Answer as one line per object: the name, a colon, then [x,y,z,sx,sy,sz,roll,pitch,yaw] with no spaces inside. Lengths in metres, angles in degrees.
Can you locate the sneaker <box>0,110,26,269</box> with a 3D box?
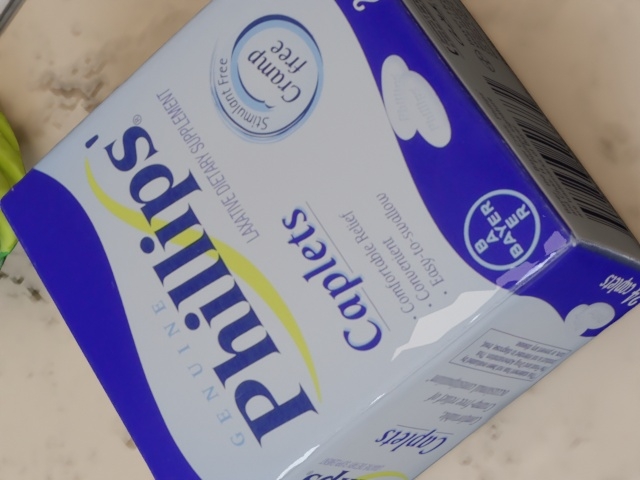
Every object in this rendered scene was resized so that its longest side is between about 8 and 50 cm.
sneaker: [-0.221,-0.018,0.638,0.295,0.109,0.124,12,111,27]

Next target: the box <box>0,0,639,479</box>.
box: [0.000,0.000,0.518,0.137,0.072,0.126,-41,65,18]
